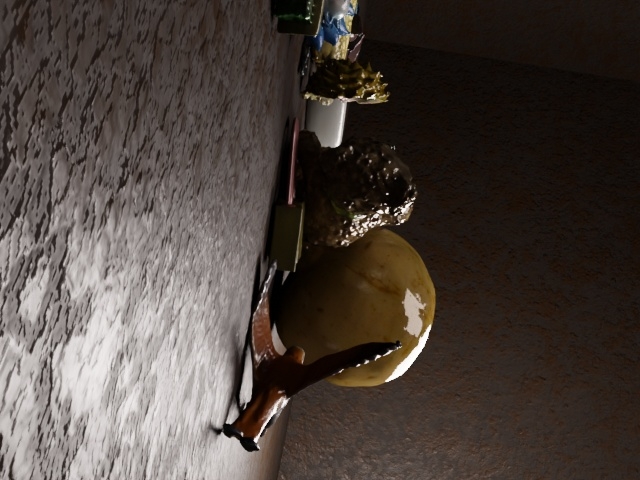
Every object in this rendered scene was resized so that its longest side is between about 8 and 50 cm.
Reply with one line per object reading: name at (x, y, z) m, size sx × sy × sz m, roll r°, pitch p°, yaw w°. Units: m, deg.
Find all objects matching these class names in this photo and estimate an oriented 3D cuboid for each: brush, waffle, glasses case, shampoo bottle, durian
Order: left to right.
brush at (-0.045, -0.076, 1.207) m, size 0.103 × 0.047 × 0.233 m, roll -79°, pitch 176°, yaw -79°
brush at (-0.008, -0.368, 0.843) m, size 0.048 × 0.054 × 0.282 m, roll 5°, pitch 95°, yaw -75°
glasses case at (0.010, -0.246, 1.479) m, size 0.193 × 0.074 × 0.049 m, roll 96°, pitch 4°, yaw -51°
waffle at (0.028, -0.406, 1.445) m, size 0.274 × 0.057 × 0.168 m, roll -64°, pitch 164°, yaw -83°
shampoo bottle at (0.056, -0.430, 1.687) m, size 0.067 × 0.068 × 0.236 m, roll -39°, pitch 175°, yaw -10°
durian at (0.058, -0.278, 1.349) m, size 0.224 × 0.140 × 0.078 m, roll -23°, pitch 111°, yaw -69°

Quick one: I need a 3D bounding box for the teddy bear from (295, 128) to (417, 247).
teddy bear at (0.055, -0.112, 1.320) m, size 0.222 × 0.246 × 0.296 m, roll -47°, pitch -171°, yaw 28°

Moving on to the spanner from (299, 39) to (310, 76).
spanner at (-0.013, -0.351, 1.252) m, size 0.046 × 0.012 × 0.208 m, roll 96°, pitch 3°, yaw -63°

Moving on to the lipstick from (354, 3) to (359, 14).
lipstick at (0.053, -0.520, 1.719) m, size 0.312 × 0.051 × 0.051 m, roll -61°, pitch 163°, yaw -77°

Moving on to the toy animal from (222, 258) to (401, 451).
toy animal at (-0.064, 0.235, 1.128) m, size 0.284 × 0.225 × 0.302 m, roll -54°, pitch 173°, yaw -38°

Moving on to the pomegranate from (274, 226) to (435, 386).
pomegranate at (0.056, 0.115, 1.519) m, size 0.342 × 0.343 × 0.342 m, roll 10°, pitch 90°, yaw -88°

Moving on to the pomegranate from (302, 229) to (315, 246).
pomegranate at (0.007, 0.001, 1.725) m, size 0.148 × 0.149 × 0.169 m, roll 92°, pitch 1°, yaw -72°

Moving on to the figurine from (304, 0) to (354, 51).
figurine at (0.005, -0.309, 1.039) m, size 0.114 × 0.079 × 0.114 m, roll -18°, pitch 110°, yaw -60°
